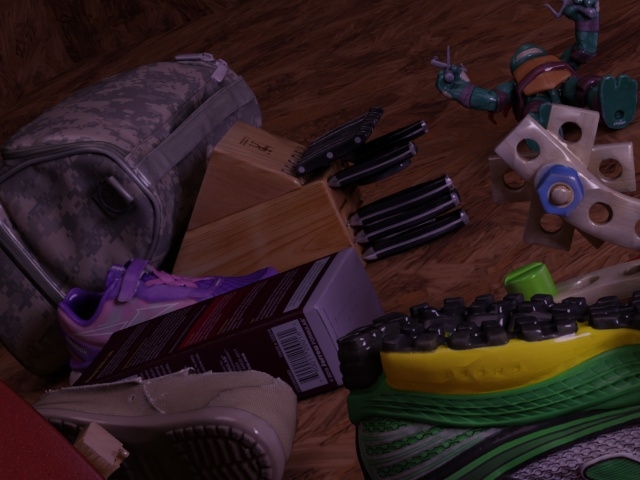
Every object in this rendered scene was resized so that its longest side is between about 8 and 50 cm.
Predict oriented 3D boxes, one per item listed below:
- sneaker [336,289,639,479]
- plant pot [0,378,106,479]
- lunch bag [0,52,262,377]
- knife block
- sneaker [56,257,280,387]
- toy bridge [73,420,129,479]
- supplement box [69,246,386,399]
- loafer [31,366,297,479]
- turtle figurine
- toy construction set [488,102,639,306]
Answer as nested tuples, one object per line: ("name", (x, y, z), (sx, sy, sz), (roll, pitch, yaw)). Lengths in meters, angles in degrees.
("sneaker", (0.185, 0.100, 1.019), (0.343, 0.146, 0.134), (-4, 10, 20))
("plant pot", (-0.270, 0.217, 1.146), (0.267, 0.236, 0.267), (-22, 15, 18))
("lunch bag", (-0.205, -0.048, 1.904), (0.256, 0.212, 0.305), (-34, 8, 29))
("knife block", (0.000, 0.000, 1.777), (0.088, 0.242, 0.276), (-57, -11, -65))
("sneaker", (-0.144, 0.061, 1.728), (0.236, 0.105, 0.095), (-19, 15, 23))
("toy bridge", (-0.199, 0.199, 1.403), (0.188, 0.063, 0.026), (-38, 18, 33))
("supplement box", (-0.078, 0.094, 1.561), (0.239, 0.073, 0.130), (-19, 15, 22))
("loafer", (-0.121, 0.149, 1.417), (0.268, 0.102, 0.092), (-3, 24, 36))
("turtle figurine", (0.216, -0.162, 1.862), (0.175, 0.118, 0.234), (-40, 29, 6))
("toy construction set", (0.202, 0.022, 1.225), (0.215, 0.151, 0.328), (-23, 26, 15))
